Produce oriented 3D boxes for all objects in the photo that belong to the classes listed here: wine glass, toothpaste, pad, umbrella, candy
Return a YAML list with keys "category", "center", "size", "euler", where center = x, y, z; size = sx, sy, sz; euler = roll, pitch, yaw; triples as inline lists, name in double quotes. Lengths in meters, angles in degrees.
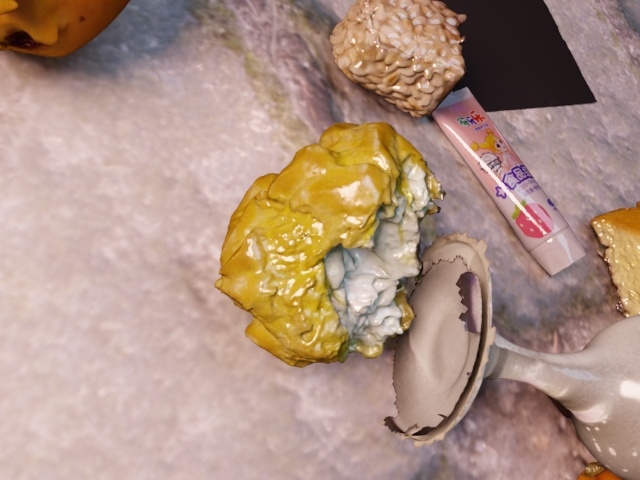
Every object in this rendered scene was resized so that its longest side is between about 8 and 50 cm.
- category: "wine glass"
  center: [0.206, 0.102, 0.474]
  size: [0.321, 0.143, 0.143]
  euler: [18, 58, -16]
- category: "toothpaste"
  center: [0.170, -0.058, 0.621]
  size: [0.067, 0.043, 0.194]
  euler: [-25, 77, -36]
- category: "pad"
  center: [0.168, -0.309, 0.765]
  size: [0.247, 0.007, 0.367]
  euler: [-13, 75, -38]
- category: "umbrella"
  center: [0.217, 0.147, 0.565]
  size: [0.122, 0.013, 0.022]
  euler: [47, 72, -7]
- category: "candy"
  center: [0.069, -0.164, 0.577]
  size: [0.110, 0.085, 0.095]
  euler: [13, 51, -24]

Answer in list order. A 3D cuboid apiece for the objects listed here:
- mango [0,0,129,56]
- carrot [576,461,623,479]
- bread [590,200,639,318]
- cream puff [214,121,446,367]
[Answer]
- category: "mango"
  center: [-0.175, -0.242, 0.388]
  size: [0.152, 0.201, 0.287]
  euler: [13, 70, -51]
- category: "carrot"
  center: [0.252, 0.286, 0.500]
  size: [0.043, 0.043, 0.248]
  euler: [-12, 76, -37]
- category: "bread"
  center: [0.368, 0.062, 0.630]
  size: [0.129, 0.134, 0.260]
  euler: [-5, 70, -34]
- category: "cream puff"
  center: [-0.001, 0.000, 0.414]
  size: [0.121, 0.156, 0.156]
  euler: [34, 42, 32]
